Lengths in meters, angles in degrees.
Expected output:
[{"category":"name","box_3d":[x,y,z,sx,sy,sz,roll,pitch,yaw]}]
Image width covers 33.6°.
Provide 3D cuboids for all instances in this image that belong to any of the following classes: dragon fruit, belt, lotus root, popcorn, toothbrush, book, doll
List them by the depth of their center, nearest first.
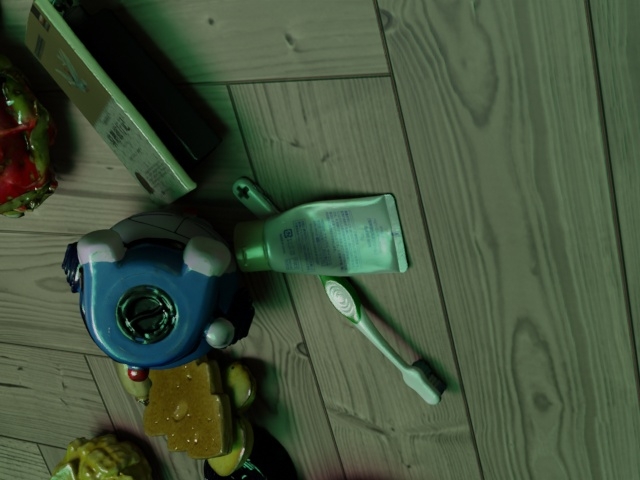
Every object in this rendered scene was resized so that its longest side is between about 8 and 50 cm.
[{"category":"book","box_3d":[-0.292,-0.178,1.445,0.310,0.021,0.217,51,163,-8]},{"category":"toothbrush","box_3d":[0.023,0.070,1.474,0.418,0.040,0.042,46,125,-1]},{"category":"doll","box_3d":[-0.228,0.072,1.483,0.284,0.310,0.240,19,97,-6]},{"category":"dragon fruit","box_3d":[-0.520,-0.159,1.563,0.302,0.237,0.231,43,156,-13]},{"category":"belt","box_3d":[-0.119,0.408,1.779,0.151,0.078,0.198,6,124,29]},{"category":"lotus root","box_3d":[-0.311,0.214,1.779,0.073,0.062,0.150,-125,23,-61]},{"category":"popcorn","box_3d":[-0.403,0.454,1.939,0.189,0.169,0.218,31,129,13]}]

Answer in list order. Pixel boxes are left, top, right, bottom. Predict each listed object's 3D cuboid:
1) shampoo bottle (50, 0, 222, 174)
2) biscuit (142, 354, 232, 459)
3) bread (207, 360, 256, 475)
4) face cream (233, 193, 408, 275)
[{"category":"shampoo bottle","box_3d":[-0.266,-0.223,1.439,0.309,0.071,0.098,48,157,-6]},{"category":"biscuit","box_3d":[-0.203,0.261,1.684,0.238,0.041,0.212,42,114,39]},{"category":"bread","box_3d":[-0.133,0.282,1.678,0.188,0.065,0.149,-57,44,27]},{"category":"face cream","box_3d":[0.000,0.000,1.418,0.224,0.070,0.114,-6,115,14]}]
